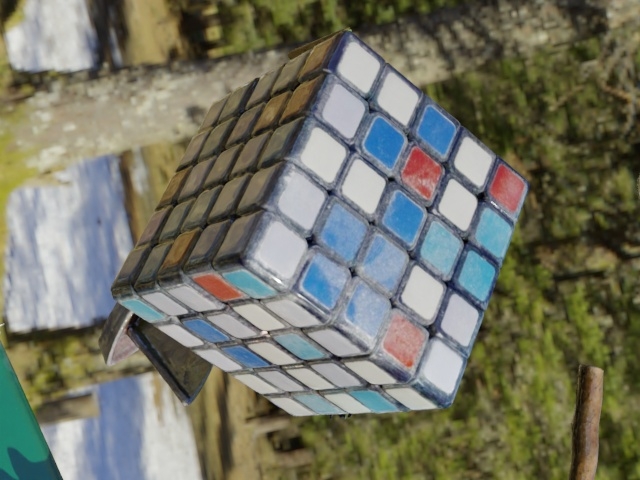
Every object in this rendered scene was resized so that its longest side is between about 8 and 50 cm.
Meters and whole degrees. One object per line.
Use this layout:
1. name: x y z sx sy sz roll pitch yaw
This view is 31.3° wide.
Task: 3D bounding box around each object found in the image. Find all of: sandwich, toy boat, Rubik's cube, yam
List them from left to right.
1. toy boat: -0.279 0.158 2.221 0.276 0.293 0.111 -61 145 -13
2. Rubik's cube: 0.000 0.000 1.233 0.293 0.292 0.287 36 62 -23
3. sandwich: 0.014 -0.291 1.913 0.074 0.116 0.074 59 11 -47
4. yam: 0.466 0.336 2.013 0.057 0.056 0.241 68 29 -75

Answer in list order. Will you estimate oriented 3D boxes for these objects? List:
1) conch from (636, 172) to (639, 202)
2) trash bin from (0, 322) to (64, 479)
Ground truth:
1. conch: 0.496 -0.051 1.515 0.106 0.173 0.116 -27 133 -53
2. trash bin: -0.462 0.310 1.495 0.259 0.295 0.381 -55 -131 38
